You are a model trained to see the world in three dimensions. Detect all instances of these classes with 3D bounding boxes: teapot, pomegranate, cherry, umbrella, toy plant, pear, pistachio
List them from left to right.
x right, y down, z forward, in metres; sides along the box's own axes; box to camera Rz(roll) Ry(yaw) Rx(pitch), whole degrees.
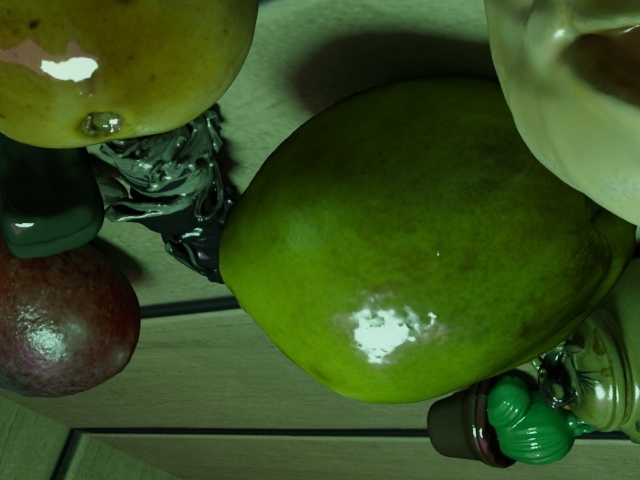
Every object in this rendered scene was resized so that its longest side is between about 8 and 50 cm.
[{"bbox_3d":[-0.342,0.075,1.892,0.239,0.206,0.239,32,139,32],"label":"cherry"},{"bbox_3d":[-0.159,-0.165,1.005,0.233,0.233,0.233,17,161,6],"label":"pomegranate"},{"bbox_3d":[-0.128,-0.027,1.524,0.113,0.106,0.358,9,159,12],"label":"umbrella"},{"bbox_3d":[0.080,0.000,1.193,0.321,0.269,0.269,-12,148,25],"label":"pear"},{"bbox_3d":[0.229,0.215,1.858,0.200,0.105,0.143,-12,133,26],"label":"toy plant"},{"bbox_3d":[0.277,0.109,1.341,0.182,0.173,0.269,-11,-154,-13],"label":"teapot"},{"bbox_3d":[0.236,-0.106,0.827,0.309,0.230,0.230,9,159,13],"label":"pistachio"}]

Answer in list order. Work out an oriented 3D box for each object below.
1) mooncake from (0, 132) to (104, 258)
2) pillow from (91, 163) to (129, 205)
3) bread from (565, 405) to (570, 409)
[{"bbox_3d":[-0.266,-0.073,1.446,0.104,0.175,0.168,-12,-158,-3],"label":"mooncake"},{"bbox_3d":[-0.321,-0.081,1.643,0.241,0.051,0.093,14,160,23],"label":"pillow"},{"bbox_3d":[0.325,0.149,1.621,0.125,0.068,0.188,22,161,-7],"label":"bread"}]
